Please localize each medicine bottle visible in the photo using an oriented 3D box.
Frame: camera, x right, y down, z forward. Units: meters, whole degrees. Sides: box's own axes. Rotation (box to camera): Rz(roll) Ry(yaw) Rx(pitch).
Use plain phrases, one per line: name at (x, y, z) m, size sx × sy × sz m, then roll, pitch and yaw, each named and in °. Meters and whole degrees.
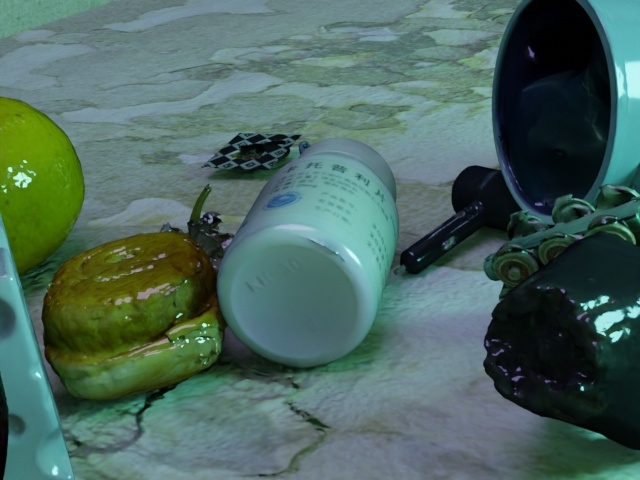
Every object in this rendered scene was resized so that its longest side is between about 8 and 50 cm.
medicine bottle at (0.000, 0.000, 1.235) m, size 0.170 × 0.170 × 0.293 m, roll -4°, pitch 24°, yaw 15°

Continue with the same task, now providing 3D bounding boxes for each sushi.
sushi at (-0.104, -0.128, 1.745) m, size 0.120 × 0.026 × 0.126 m, roll 5°, pitch 32°, yaw 26°

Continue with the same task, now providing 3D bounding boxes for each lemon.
lemon at (-0.454, -0.058, 1.467) m, size 0.245 × 0.245 × 0.320 m, roll 12°, pitch 42°, yaw 41°

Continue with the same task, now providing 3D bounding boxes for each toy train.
toy train at (0.256, 0.021, 1.074) m, size 0.194 × 0.125 × 0.081 m, roll -19°, pitch 30°, yaw 38°

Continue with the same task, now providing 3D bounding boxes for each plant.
plant at (-0.153, -0.004, 1.379) m, size 0.104 × 0.122 × 0.116 m, roll 20°, pitch 29°, yaw 31°
plant at (0.243, 0.084, 0.926) m, size 0.141 × 0.164 × 0.256 m, roll 19°, pitch 13°, yaw 37°

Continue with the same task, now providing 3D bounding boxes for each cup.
cup at (0.399, -0.144, 1.215) m, size 0.311 × 0.257 × 0.331 m, roll -4°, pitch 16°, yaw -19°

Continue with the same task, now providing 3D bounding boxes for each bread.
bread at (-0.201, 0.077, 1.205) m, size 0.198 × 0.120 × 0.236 m, roll -17°, pitch 23°, yaw -4°

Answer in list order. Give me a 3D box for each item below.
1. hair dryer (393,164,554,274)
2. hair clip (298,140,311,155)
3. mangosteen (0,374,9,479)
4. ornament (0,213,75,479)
hair dryer at (0.171, -0.013, 1.330) m, size 0.219 × 0.072 × 0.124 m, roll -32°, pitch 31°, yaw -27°
hair clip at (-0.008, -0.102, 1.623) m, size 0.039 × 0.070 × 0.229 m, roll -17°, pitch 17°, yaw -6°
mangosteen at (-0.326, 0.141, 0.634) m, size 0.306 × 0.306 × 0.359 m, roll -19°, pitch 35°, yaw -18°
ornament at (-0.377, 0.125, 1.023) m, size 0.239 × 0.240 × 0.239 m, roll -16°, pitch 24°, yaw -13°
